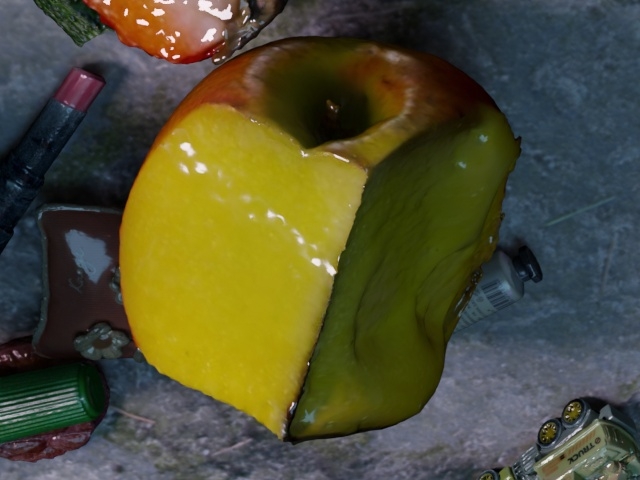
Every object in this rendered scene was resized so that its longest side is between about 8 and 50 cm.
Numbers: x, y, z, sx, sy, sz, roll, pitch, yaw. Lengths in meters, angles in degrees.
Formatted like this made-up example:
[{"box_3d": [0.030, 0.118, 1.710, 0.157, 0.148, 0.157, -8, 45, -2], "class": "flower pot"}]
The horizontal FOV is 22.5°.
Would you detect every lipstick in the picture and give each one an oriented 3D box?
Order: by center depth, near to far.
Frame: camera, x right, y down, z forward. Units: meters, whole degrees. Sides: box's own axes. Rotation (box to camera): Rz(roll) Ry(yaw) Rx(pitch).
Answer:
[{"box_3d": [-0.257, -0.058, 1.381, 0.053, 0.053, 0.234, 26, 118, -26], "class": "lipstick"}]

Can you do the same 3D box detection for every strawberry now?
[{"box_3d": [-0.117, -0.255, 1.229, 0.236, 0.111, 0.190, 39, 126, -7], "class": "strawberry"}]

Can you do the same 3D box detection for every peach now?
[{"box_3d": [0.000, 0.000, 1.344, 0.306, 0.242, 0.380, -32, 141, -43], "class": "peach"}]

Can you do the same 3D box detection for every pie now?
[{"box_3d": [-0.277, 0.154, 1.553, 0.154, 0.036, 0.154, -4, 126, -6], "class": "pie"}]

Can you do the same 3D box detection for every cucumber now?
[{"box_3d": [-0.228, -0.225, 1.250, 0.058, 0.058, 0.187, -34, 126, 17], "class": "cucumber"}]

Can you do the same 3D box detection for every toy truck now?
[{"box_3d": [0.253, 0.260, 1.675, 0.085, 0.116, 0.191, 35, 115, -29], "class": "toy truck"}]

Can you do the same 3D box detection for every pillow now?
[{"box_3d": [-0.173, 0.042, 1.456, 0.171, 0.075, 0.179, -1, 126, -12], "class": "pillow"}]

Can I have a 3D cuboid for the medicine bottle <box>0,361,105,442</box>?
[{"box_3d": [-0.348, 0.169, 1.490, 0.309, 0.076, 0.111, -13, 95, 14], "class": "medicine bottle"}]

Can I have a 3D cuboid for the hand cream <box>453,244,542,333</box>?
[{"box_3d": [0.104, 0.073, 1.553, 0.234, 0.050, 0.080, -27, 128, 17], "class": "hand cream"}]
